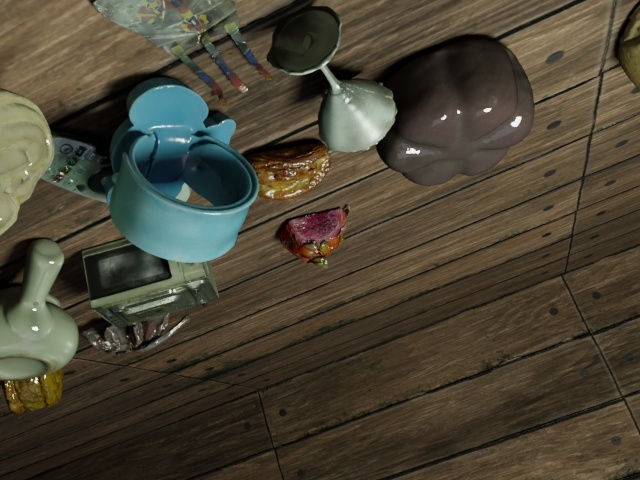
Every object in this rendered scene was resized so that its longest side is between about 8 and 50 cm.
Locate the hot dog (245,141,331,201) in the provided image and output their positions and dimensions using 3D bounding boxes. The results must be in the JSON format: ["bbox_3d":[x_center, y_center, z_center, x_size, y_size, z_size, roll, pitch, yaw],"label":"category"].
[{"bbox_3d":[-0.050,-0.113,1.021,0.147,0.065,0.099,-10,147,-16],"label":"hot dog"}]

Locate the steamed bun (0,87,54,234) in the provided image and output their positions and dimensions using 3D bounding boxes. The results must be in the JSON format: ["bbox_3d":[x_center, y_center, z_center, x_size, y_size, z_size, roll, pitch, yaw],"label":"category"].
[{"bbox_3d":[-0.461,-0.024,0.613,0.352,0.339,0.247,-28,120,31],"label":"steamed bun"}]

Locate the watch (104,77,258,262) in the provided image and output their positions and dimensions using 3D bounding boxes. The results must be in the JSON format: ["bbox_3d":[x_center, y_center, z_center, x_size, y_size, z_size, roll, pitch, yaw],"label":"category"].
[{"bbox_3d":[-0.168,-0.072,0.810,0.211,0.193,0.211,-25,148,-17],"label":"watch"}]

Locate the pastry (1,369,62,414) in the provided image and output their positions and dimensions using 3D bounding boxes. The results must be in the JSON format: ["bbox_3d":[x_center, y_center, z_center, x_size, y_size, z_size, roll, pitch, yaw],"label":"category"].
[{"bbox_3d":[-0.601,0.266,1.336,0.103,0.189,0.189,-9,157,-16],"label":"pastry"}]

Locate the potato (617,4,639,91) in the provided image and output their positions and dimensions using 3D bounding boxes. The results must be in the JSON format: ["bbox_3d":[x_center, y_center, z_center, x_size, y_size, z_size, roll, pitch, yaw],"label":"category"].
[{"bbox_3d":[0.589,-0.257,0.943,0.189,0.264,0.211,-40,157,24],"label":"potato"}]

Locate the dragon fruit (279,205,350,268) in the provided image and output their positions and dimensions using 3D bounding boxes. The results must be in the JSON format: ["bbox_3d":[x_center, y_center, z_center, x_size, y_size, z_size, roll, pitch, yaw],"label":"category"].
[{"bbox_3d":[0.000,0.000,1.288,0.147,0.096,0.102,-14,155,-17],"label":"dragon fruit"}]

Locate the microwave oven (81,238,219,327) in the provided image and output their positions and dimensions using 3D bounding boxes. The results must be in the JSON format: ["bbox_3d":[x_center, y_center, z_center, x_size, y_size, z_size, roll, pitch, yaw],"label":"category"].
[{"bbox_3d":[-0.303,0.070,1.166,0.205,0.129,0.163,-16,157,-5],"label":"microwave oven"}]

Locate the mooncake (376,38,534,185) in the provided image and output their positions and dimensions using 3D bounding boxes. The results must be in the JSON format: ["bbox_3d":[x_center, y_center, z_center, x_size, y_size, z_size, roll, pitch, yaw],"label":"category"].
[{"bbox_3d":[0.199,-0.187,0.966,0.245,0.133,0.245,-9,156,-4],"label":"mooncake"}]

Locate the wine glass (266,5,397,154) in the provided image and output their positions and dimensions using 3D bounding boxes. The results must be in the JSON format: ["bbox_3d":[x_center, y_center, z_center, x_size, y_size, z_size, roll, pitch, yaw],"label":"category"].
[{"bbox_3d":[0.016,-0.198,0.806,0.122,0.122,0.183,-25,154,15],"label":"wine glass"}]

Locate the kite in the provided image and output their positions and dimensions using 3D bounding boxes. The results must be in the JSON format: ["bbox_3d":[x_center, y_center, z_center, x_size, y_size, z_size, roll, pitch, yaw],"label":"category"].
[{"bbox_3d":[-0.135,-0.233,0.726,0.141,0.015,0.245,-22,155,11],"label":"kite"}]

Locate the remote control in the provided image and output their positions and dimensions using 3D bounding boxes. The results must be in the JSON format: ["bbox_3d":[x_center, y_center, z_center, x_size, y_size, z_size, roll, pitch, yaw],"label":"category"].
[{"bbox_3d":[-0.288,-0.094,0.898,0.097,0.045,0.256,-39,149,21],"label":"remote control"}]

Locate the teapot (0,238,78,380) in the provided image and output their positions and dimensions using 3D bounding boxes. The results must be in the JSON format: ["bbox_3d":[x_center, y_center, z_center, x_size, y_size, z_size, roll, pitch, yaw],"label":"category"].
[{"bbox_3d":[-0.508,0.138,1.132,0.318,0.149,0.220,-26,149,21],"label":"teapot"}]

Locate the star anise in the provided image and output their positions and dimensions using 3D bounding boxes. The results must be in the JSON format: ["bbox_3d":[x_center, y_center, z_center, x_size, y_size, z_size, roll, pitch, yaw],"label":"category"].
[{"bbox_3d":[-0.424,0.215,1.470,0.231,0.089,0.209,-16,169,26],"label":"star anise"}]
